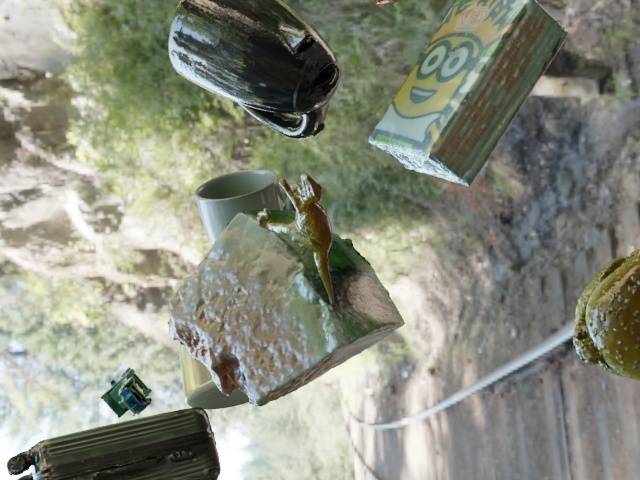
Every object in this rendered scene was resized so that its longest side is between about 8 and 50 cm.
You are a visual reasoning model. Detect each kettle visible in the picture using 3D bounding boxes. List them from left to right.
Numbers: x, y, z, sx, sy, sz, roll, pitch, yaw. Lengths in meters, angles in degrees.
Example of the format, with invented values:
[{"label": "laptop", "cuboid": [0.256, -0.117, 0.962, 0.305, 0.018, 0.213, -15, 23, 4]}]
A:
[{"label": "kettle", "cuboid": [-0.096, -0.310, 1.483, 0.207, 0.290, 0.268, -49, -20, -28]}]

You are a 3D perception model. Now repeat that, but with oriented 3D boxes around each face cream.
[{"label": "face cream", "cuboid": [-0.203, 0.187, 1.674, 0.348, 0.173, 0.081, -108, 9, -52]}]

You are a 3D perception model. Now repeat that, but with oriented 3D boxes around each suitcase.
[{"label": "suitcase", "cuboid": [-0.315, 0.362, 1.275, 0.202, 0.312, 0.128, 118, 138, -56]}]

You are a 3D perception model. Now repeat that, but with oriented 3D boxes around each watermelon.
[{"label": "watermelon", "cuboid": [-0.058, 0.094, 1.146, 0.264, 0.302, 0.151, 48, 174, 27]}]

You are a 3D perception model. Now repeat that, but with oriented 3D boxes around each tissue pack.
[{"label": "tissue pack", "cuboid": [0.244, -0.259, 1.400, 0.311, 0.128, 0.228, -58, 27, 0]}]

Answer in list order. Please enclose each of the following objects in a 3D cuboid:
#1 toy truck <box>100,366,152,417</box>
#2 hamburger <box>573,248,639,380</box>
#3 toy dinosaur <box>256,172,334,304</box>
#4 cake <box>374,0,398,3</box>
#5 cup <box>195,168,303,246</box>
[{"label": "toy truck", "cuboid": [-0.364, 0.297, 1.539, 0.067, 0.081, 0.175, 50, 172, -11]}, {"label": "hamburger", "cuboid": [0.493, 0.123, 1.253, 0.189, 0.215, 0.122, 44, -177, 8]}, {"label": "toy dinosaur", "cuboid": [0.000, 0.000, 0.880, 0.162, 0.039, 0.126, 53, 151, -13]}, {"label": "cake", "cuboid": [0.120, -0.410, 0.698, 0.270, 0.269, 0.319, 46, -142, -56]}, {"label": "cup", "cuboid": [-0.130, -0.034, 1.872, 0.186, 0.258, 0.234, -117, 12, -66]}]
